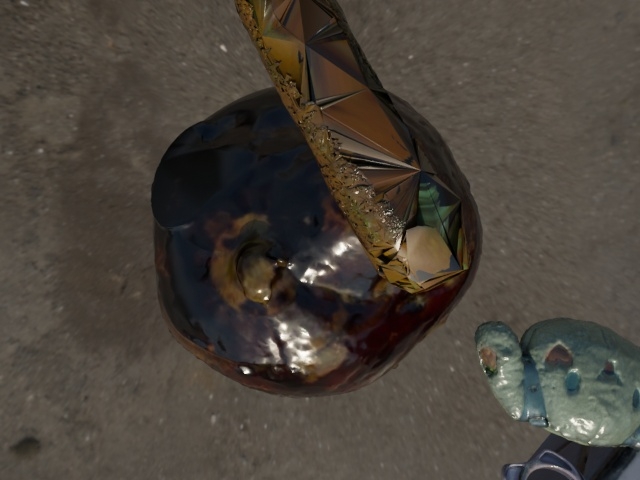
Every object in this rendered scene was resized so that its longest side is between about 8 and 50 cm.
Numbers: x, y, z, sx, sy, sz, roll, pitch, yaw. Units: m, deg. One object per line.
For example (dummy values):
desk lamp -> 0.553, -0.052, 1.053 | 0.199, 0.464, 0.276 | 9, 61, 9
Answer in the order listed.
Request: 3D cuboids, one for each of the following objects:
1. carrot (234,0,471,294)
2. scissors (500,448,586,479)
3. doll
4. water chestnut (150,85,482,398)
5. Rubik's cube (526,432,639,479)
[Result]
carrot -> 0.019, -0.073, 0.621 | 0.069, 0.069, 0.228 | -30, 99, 2
scissors -> 0.195, 0.206, 0.644 | 0.189, 0.015, 0.100 | 23, 62, 8
doll -> 0.222, 0.119, 0.842 | 0.214, 0.071, 0.103 | 17, 72, -15
water chestnut -> 0.000, 0.000, 1.068 | 0.335, 0.347, 0.335 | -3, 79, 15
Rubik's cube -> 0.359, 0.264, 0.988 | 0.255, 0.259, 0.260 | 44, 75, 3
